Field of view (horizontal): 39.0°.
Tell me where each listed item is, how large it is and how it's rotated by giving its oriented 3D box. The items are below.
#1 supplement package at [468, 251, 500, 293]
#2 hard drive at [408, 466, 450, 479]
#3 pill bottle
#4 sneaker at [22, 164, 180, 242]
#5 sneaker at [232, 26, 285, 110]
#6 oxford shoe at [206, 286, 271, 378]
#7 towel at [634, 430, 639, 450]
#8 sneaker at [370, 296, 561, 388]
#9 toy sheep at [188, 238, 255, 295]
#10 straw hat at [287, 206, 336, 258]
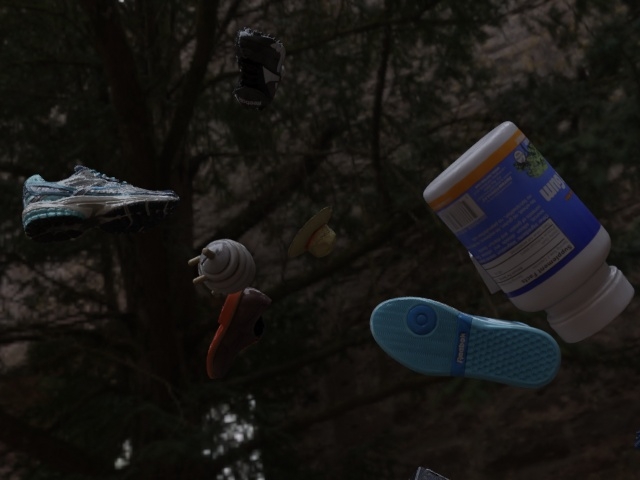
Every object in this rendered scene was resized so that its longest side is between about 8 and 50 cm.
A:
[{"bbox_3d":[0.392,0.024,2.026,0.105,0.179,0.105,-30,-75,11],"label":"supplement package"},{"bbox_3d":[0.226,0.612,1.806,0.237,0.064,0.339,26,-51,2],"label":"hard drive"},{"bbox_3d":[0.273,-0.006,1.164,0.272,0.152,0.152,49,-55,-1],"label":"pill bottle"},{"bbox_3d":[-0.391,-0.082,1.614,0.283,0.122,0.110,-5,-26,-29],"label":"sneaker"},{"bbox_3d":[-0.105,-0.271,1.492,0.078,0.106,0.234,17,-6,4],"label":"sneaker"},{"bbox_3d":[-0.175,0.208,1.912,0.098,0.097,0.271,20,-49,-2],"label":"oxford shoe"},{"bbox_3d":[0.534,0.294,1.366,0.067,0.029,0.119,31,-41,1],"label":"towel"},{"bbox_3d":[0.249,0.180,1.569,0.319,0.127,0.208,16,-2,12],"label":"sneaker"},{"bbox_3d":[-0.145,0.039,1.361,0.091,0.091,0.132,-21,-21,14],"label":"toy sheep"},{"bbox_3d":[0.000,0.000,1.939,0.144,0.061,0.144,-46,-15,-16],"label":"straw hat"}]
